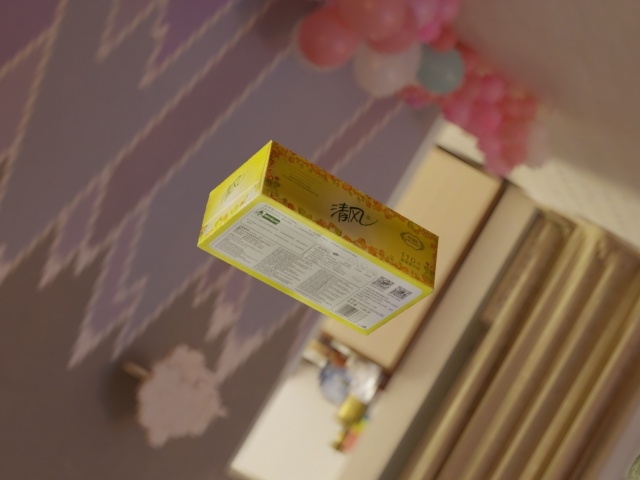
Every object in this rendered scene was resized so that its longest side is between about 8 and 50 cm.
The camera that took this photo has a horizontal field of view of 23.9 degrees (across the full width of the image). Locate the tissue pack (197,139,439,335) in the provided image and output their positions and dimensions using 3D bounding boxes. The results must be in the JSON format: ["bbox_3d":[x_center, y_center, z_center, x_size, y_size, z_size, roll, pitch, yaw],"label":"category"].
[{"bbox_3d":[0.000,0.000,1.237,0.176,0.062,0.095,29,138,-22],"label":"tissue pack"}]

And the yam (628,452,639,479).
[{"bbox_3d":[0.248,0.138,1.018,0.043,0.094,0.043,20,-142,-17],"label":"yam"}]
